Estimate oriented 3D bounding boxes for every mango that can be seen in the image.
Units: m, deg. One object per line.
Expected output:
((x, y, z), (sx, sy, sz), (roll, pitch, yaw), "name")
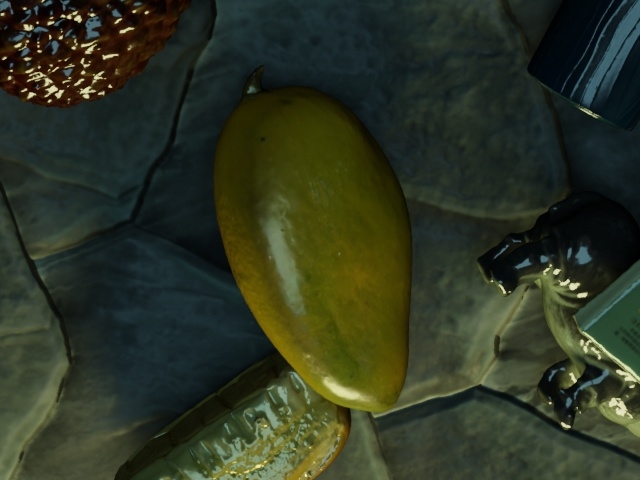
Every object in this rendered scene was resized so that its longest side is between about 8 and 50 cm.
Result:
((0.000, 0.000, 1.580), (0.176, 0.119, 0.316), (-16, 91, -39), "mango")

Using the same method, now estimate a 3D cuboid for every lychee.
((-0.211, -0.230, 1.499), (0.271, 0.236, 0.236), (-33, 101, -15), "lychee")

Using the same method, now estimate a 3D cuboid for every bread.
((-0.076, 0.195, 1.639), (0.236, 0.140, 0.106), (-36, 98, 6), "bread")

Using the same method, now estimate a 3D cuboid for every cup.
((0.270, -0.169, 1.567), (0.150, 0.113, 0.138), (29, 103, -4), "cup")

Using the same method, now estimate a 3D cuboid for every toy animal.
((0.280, 0.113, 1.638), (0.168, 0.106, 0.343), (-42, 106, 2), "toy animal")

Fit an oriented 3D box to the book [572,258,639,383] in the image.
((0.433, 0.020, 1.531), (0.379, 0.031, 0.264), (-43, 115, 13), "book")
